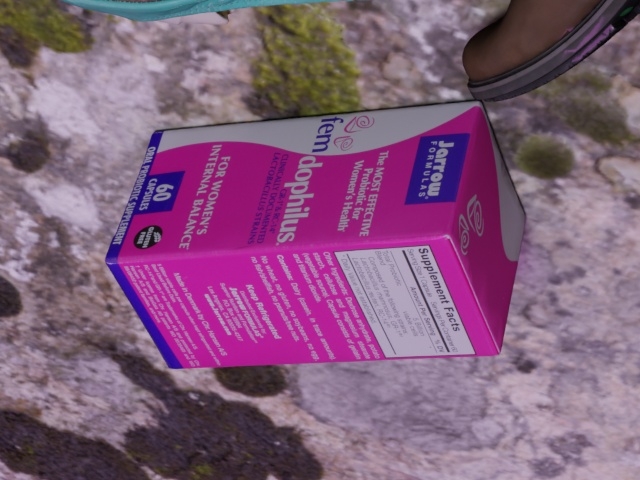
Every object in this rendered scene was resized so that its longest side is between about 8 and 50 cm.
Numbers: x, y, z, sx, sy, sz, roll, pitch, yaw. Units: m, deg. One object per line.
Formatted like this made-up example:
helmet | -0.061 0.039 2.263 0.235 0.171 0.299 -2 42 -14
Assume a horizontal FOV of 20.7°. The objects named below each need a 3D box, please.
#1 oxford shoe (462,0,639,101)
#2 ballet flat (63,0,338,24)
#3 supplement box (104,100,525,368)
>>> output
oxford shoe | 0.131 -0.148 0.877 0.096 0.083 0.227 47 140 0
ballet flat | -0.043 -0.148 0.923 0.247 0.083 0.087 -3 152 25
supplement box | 0.000 0.000 1.058 0.220 0.111 0.114 -4 137 21
